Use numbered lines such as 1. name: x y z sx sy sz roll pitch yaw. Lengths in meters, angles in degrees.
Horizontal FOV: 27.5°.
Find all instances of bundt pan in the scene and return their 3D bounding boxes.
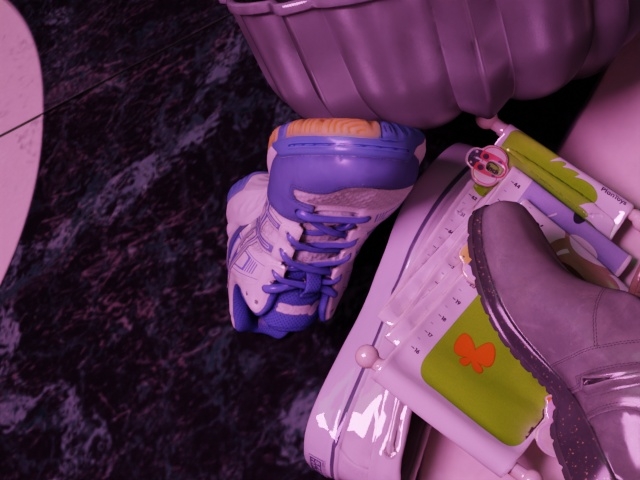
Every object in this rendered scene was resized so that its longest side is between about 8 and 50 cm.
1. bundt pan: 0.097 -0.174 0.978 0.331 0.124 0.331 -15 21 6

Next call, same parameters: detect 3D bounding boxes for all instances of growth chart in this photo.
1. growth chart: 0.135 0.039 0.898 0.172 0.021 0.237 29 68 4

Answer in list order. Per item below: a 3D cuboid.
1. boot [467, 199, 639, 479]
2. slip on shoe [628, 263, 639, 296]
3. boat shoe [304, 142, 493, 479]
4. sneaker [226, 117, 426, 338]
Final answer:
1. boot: 0.198 0.045 0.787 0.161 0.083 0.246 -39 54 26
2. slip on shoe: 0.252 -0.010 0.893 0.041 0.051 0.135 11 75 51
3. boat shoe: 0.081 0.055 0.939 0.088 0.096 0.267 18 68 26
4. sneaker: 0.000 0.000 0.956 0.296 0.112 0.130 136 140 -71
